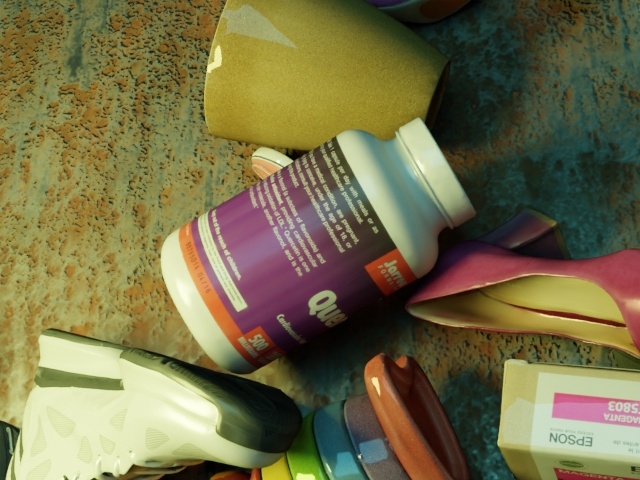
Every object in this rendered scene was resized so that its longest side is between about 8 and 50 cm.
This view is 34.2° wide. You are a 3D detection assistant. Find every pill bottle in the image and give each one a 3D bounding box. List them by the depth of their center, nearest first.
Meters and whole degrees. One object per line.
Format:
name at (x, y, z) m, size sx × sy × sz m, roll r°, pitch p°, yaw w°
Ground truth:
pill bottle at (0.000, 0.000, 1.142) m, size 0.323 × 0.181 × 0.181 m, roll -30°, pitch 59°, yaw 7°

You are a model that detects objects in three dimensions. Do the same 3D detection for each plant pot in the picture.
plant pot at (0.021, -0.203, 1.279) m, size 0.254 × 0.237 × 0.237 m, roll 19°, pitch 71°, yaw 9°

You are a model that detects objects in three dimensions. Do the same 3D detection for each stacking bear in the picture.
stacking bear at (-0.006, 0.257, 1.077) m, size 0.289 × 0.175 × 0.164 m, roll -31°, pitch 75°, yaw 12°

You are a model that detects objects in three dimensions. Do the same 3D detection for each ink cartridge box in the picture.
ink cartridge box at (0.297, 0.192, 0.981) m, size 0.235 × 0.193 × 0.088 m, roll 3°, pitch 66°, yaw 21°

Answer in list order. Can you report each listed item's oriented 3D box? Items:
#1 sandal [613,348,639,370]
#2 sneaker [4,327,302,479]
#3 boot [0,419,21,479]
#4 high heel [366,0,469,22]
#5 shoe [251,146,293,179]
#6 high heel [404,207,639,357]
sandal at (0.435, 0.127, 1.027) m, size 0.303 × 0.086 × 0.120 m, roll 11°, pitch 86°, yaw 35°
sneaker at (-0.196, 0.248, 1.100) m, size 0.448 × 0.169 × 0.257 m, roll 2°, pitch 74°, yaw 52°
boot at (-0.396, 0.301, 1.221) m, size 0.069 × 0.086 × 0.190 m, roll -9°, pitch 62°, yaw 14°
high heel at (0.096, -0.338, 1.386) m, size 0.244 × 0.082 × 0.117 m, roll -21°, pitch 69°, yaw 22°
shoe at (-0.036, -0.043, 1.287) m, size 0.178 × 0.063 × 0.081 m, roll 36°, pitch 75°, yaw 24°
high heel at (0.239, 0.084, 1.039) m, size 0.181 × 0.127 × 0.377 m, roll -35°, pitch 23°, yaw -10°
